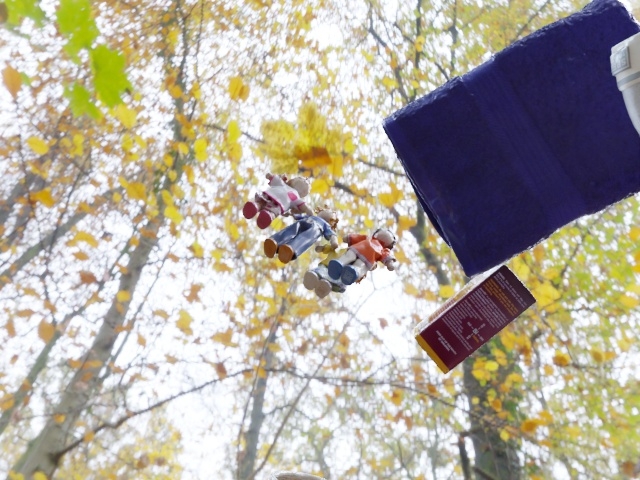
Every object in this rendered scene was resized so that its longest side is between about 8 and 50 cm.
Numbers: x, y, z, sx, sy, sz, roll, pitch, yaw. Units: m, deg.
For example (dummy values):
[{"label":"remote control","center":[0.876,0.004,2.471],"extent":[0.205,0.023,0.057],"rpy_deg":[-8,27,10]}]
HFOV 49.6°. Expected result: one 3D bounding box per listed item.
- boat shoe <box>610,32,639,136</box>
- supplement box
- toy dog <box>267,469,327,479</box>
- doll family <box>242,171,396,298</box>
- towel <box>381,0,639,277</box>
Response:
[{"label":"boat shoe","center":[0.257,-0.091,0.313],"extent":[0.227,0.079,0.081],"rpy_deg":[-16,-85,19]},{"label":"supplement box","center":[0.249,0.124,1.138],"extent":[0.188,0.104,0.081],"rpy_deg":[-40,-93,6]},{"label":"toy dog","center":[0.083,0.388,0.779],"extent":[0.333,0.220,0.161],"rpy_deg":[16,-90,-24]},{"label":"doll family","center":[0.000,0.000,1.098],"extent":[0.263,0.163,0.118],"rpy_deg":[34,-50,18]},{"label":"towel","center":[0.251,-0.118,0.800],"extent":[0.308,0.076,0.228],"rpy_deg":[-29,-109,10]}]
